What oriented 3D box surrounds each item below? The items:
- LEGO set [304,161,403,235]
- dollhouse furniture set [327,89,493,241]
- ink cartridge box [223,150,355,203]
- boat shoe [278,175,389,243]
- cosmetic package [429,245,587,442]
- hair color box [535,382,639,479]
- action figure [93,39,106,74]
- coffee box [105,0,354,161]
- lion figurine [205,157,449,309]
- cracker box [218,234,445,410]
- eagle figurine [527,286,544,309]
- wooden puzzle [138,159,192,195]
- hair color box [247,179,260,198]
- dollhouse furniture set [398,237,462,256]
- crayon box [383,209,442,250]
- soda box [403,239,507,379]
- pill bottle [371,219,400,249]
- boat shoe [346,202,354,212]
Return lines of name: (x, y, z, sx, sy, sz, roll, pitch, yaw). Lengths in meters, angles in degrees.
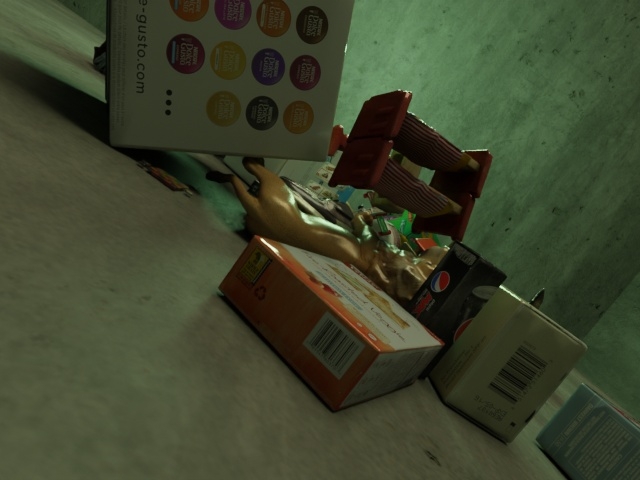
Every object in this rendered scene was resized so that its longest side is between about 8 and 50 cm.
LEGO set: (0.065, -0.047, 1.065, 0.244, 0.182, 0.060, 30, -29, 15)
dollhouse furniture set: (0.086, -0.122, 0.872, 0.201, 0.152, 0.374, 26, -6, -27)
ink cartridge box: (-0.061, -0.192, 1.268, 0.198, 0.197, 0.270, 41, 10, 37)
boat shoe: (0.021, -0.030, 0.937, 0.285, 0.092, 0.103, 37, -29, -13)
cosmetic package: (0.225, 0.129, 0.738, 0.113, 0.160, 0.309, 34, 7, -10)
hair color box: (0.452, 0.348, 0.571, 0.185, 0.114, 0.374, 32, 9, -23)
action figure: (-0.468, -0.536, 1.412, 0.248, 0.276, 0.370, 30, 22, 2)
coffee box: (-0.169, -0.344, 0.817, 0.334, 0.338, 0.338, 1, 23, -25)
lion figurine: (0.000, 0.000, 0.751, 0.392, 0.142, 0.240, 19, 19, -12)
cracker box: (0.026, 0.081, 0.511, 0.155, 0.067, 0.232, 40, 8, 26)
eagle figurine: (0.584, 0.253, 1.465, 0.226, 0.225, 0.298, 45, -4, -9)
wooden puzzle: (-0.215, -0.087, 0.697, 0.083, 0.006, 0.049, 36, 8, 1)
hair color box: (-0.106, -0.089, 1.042, 0.072, 0.043, 0.141, 36, 7, 3)
dollhouse furniture set: (0.309, 0.092, 1.129, 0.262, 0.135, 0.259, -3, 50, -49)
crayon box: (0.280, 0.041, 1.390, 0.278, 0.081, 0.165, 60, -5, -30)
soda box: (0.151, 0.088, 0.623, 0.060, 0.169, 0.053, 31, 10, -28)
pill bottle: (0.130, 0.004, 1.205, 0.121, 0.121, 0.221, 37, 8, 13)
boat shoe: (-0.003, -0.141, 1.694, 0.285, 0.089, 0.104, 40, -18, 10)
